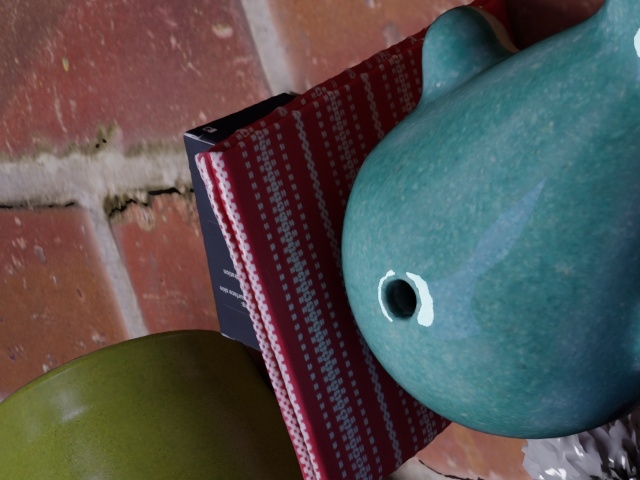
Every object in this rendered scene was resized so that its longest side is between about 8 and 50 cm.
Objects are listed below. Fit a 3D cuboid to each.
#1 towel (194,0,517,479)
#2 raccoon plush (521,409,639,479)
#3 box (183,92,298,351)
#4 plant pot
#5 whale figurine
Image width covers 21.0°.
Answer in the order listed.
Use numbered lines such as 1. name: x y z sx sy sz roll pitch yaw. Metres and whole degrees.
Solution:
1. towel: 0.049 -0.003 0.917 0.031 0.275 0.198 -7 107 39
2. raccoon plush: 0.225 0.276 0.797 0.446 0.216 0.299 53 170 4
3. box: 0.000 0.000 1.150 0.156 0.093 0.158 22 128 47
4. plant pot: -0.102 0.271 1.292 0.353 0.366 0.366 64 150 22
5. whale figurine: 0.103 -0.023 0.767 0.216 0.141 0.272 54 140 22
